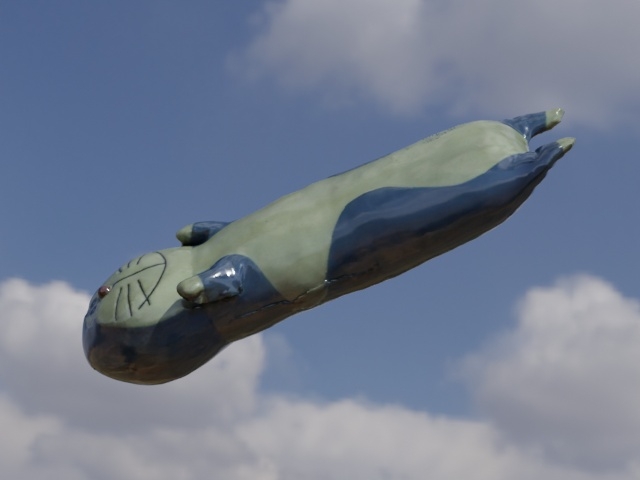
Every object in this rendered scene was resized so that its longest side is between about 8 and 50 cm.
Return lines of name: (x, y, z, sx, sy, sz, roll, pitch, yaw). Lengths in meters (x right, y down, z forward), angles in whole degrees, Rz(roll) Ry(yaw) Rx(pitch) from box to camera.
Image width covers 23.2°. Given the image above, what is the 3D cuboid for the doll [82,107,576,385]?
doll: (0.000, 0.000, 0.359, 0.125, 0.037, 0.027, -25, -64, 9)
